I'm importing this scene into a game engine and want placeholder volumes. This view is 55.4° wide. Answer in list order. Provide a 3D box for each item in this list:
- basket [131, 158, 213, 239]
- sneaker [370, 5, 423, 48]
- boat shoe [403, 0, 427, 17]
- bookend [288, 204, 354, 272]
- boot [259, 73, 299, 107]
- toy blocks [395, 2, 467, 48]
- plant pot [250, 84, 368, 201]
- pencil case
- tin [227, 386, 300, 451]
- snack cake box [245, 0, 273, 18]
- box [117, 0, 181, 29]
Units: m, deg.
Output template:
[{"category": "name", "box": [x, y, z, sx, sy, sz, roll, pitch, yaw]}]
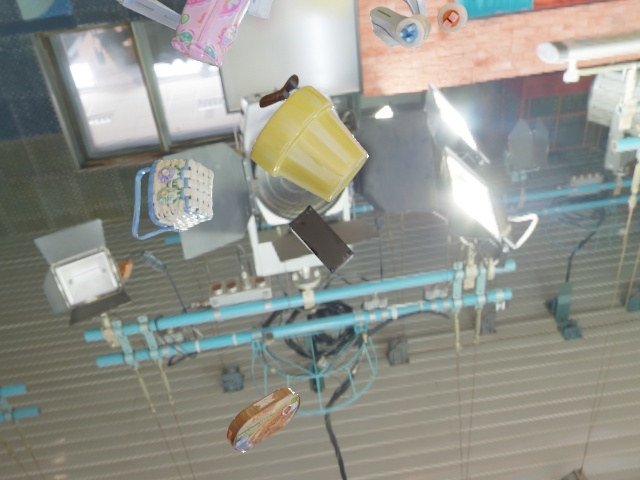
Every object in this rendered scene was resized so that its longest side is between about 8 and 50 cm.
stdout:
[{"category": "basket", "box": [-0.506, -0.149, 2.025, 0.288, 0.201, 0.255, -15, -111, 28]}, {"category": "sneaker", "box": [0.249, -0.662, 1.943, 0.094, 0.091, 0.258, -27, -132, -9]}, {"category": "boat shoe", "box": [0.238, -0.777, 1.838, 0.088, 0.268, 0.096, -28, -146, 8]}, {"category": "bookend", "box": [0.000, 0.000, 1.503, 0.072, 0.157, 0.156, -42, 178, -3]}, {"category": "boot", "box": [-0.123, -0.433, 1.776, 0.114, 0.037, 0.106, -9, -139, 46]}, {"category": "toy blocks", "box": [0.201, -0.390, 1.104, 0.123, 0.054, 0.148, -12, -161, 22]}, {"category": "plant pot", "box": [-0.016, -0.237, 1.611, 0.239, 0.254, 0.254, 41, -132, 3]}, {"category": "pencil case", "box": [-0.211, -0.515, 1.293, 0.124, 0.124, 0.284, 26, -89, 38]}, {"category": "tin", "box": [-0.124, 0.392, 1.346, 0.189, 0.106, 0.040, -22, -132, -39]}, {"category": "snack cake box", "box": [-0.229, -0.831, 2.004, 0.089, 0.152, 0.264, 6, -158, -27]}, {"category": "box", "box": [-0.433, -0.566, 1.428, 0.145, 0.038, 0.186, 11, -157, -49]}]
